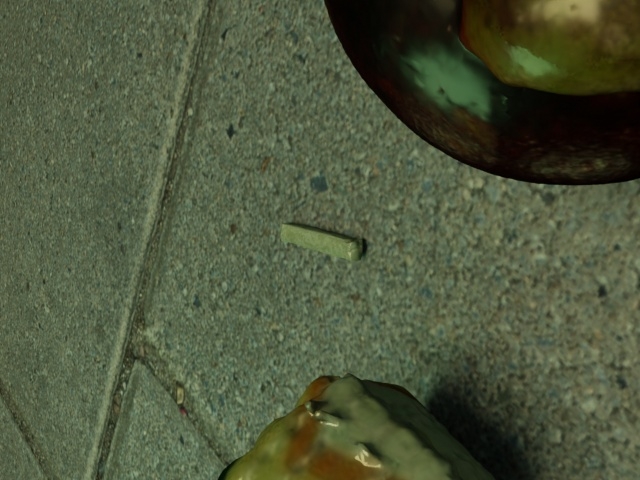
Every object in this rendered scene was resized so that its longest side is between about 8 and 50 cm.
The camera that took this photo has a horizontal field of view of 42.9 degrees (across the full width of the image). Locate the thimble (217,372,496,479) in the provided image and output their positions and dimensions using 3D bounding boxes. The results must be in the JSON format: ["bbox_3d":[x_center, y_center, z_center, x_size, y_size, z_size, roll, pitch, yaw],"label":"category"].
[{"bbox_3d":[0.020,0.256,0.671,0.167,0.254,0.288,38,120,39],"label":"thimble"}]

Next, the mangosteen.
[{"bbox_3d":[0.130,-0.182,0.438,0.306,0.347,0.307,0,90,21],"label":"mangosteen"}]

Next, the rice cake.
[{"bbox_3d":[0.000,0.000,0.849,0.121,0.021,0.022,15,109,49],"label":"rice cake"}]
